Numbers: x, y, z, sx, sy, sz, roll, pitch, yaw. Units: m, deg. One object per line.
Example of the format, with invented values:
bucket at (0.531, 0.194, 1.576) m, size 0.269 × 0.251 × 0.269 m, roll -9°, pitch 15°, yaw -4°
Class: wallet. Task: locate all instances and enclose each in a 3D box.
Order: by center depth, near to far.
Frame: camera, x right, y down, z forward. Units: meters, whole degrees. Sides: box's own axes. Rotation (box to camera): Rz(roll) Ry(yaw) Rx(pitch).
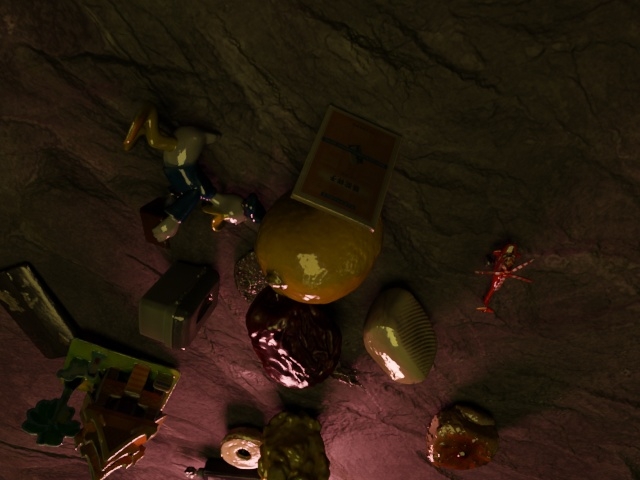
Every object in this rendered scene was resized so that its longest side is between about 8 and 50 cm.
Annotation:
wallet at (-0.825, 0.214, 1.380) m, size 0.170 × 0.044 × 0.321 m, roll -13°, pitch 119°, yaw 17°

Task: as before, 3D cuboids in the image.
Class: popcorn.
popcorn at (-0.085, 0.670, 1.441) m, size 0.235 × 0.250 × 0.242 m, roll -24°, pitch 117°, yaw 12°

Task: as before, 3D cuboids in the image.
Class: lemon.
lemon at (0.002, -0.002, 0.994) m, size 0.260 × 0.284 × 0.260 m, roll 9°, pitch 122°, yaw 16°

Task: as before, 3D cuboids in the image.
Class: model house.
model house at (-0.626, 0.491, 1.351) m, size 0.358 × 0.313 × 0.242 m, roll 25°, pitch 119°, yaw -15°

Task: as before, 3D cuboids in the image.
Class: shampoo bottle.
shampoo bottle at (-0.323, 0.829, 1.679) m, size 0.309 × 0.071 × 0.098 m, roll 2°, pitch 125°, yaw 9°

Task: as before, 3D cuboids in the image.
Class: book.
book at (0.058, -0.148, 0.929) m, size 0.170 × 0.241 × 0.018 m, roll 22°, pitch 150°, yaw -6°

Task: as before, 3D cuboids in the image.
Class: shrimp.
shrimp at (0.073, 0.376, 1.350) m, size 0.165 × 0.056 × 0.065 m, roll 32°, pitch 114°, yaw -15°

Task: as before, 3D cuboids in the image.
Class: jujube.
jujube at (-0.069, 0.229, 1.155) m, size 0.216 × 0.216 × 0.342 m, roll -5°, pitch 146°, yaw 11°

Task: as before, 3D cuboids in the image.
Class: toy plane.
toy plane at (0.425, 0.087, 1.115) m, size 0.126 × 0.077 × 0.194 m, roll -6°, pitch 129°, yaw 15°

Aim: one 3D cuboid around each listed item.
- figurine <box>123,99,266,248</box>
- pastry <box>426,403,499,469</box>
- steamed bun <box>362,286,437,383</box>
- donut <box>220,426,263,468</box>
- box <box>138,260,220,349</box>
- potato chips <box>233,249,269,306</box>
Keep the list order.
figurine at (-0.273, -0.098, 1.031) m, size 0.338 × 0.204 × 0.283 m, roll 24°, pitch 97°, yaw -22°
pastry at (0.410, 0.587, 1.408) m, size 0.229 × 0.100 × 0.218 m, roll -39°, pitch 110°, yaw 25°
steamed bun at (0.182, 0.241, 1.195) m, size 0.152 × 0.170 × 0.238 m, roll -14°, pitch 121°, yaw 38°
donut at (-0.246, 0.681, 1.578) m, size 0.174 × 0.068 × 0.174 m, roll 4°, pitch 119°, yaw 7°
box at (-0.346, 0.155, 1.184) m, size 0.129 × 0.210 × 0.148 m, roll 18°, pitch 122°, yaw 6°
potato chips at (-0.115, 0.109, 1.226) m, size 0.220 × 0.029 × 0.202 m, roll -1°, pitch 121°, yaw 10°
